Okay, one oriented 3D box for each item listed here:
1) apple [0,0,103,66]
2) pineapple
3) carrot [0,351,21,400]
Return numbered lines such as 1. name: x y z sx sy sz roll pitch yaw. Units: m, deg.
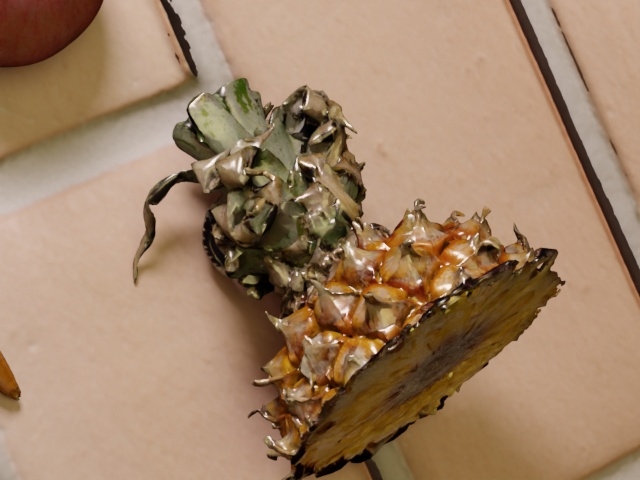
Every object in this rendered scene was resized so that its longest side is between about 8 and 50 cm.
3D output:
1. apple: -0.229 -0.206 1.335 0.153 0.120 0.153 3 80 -18
2. pineapple: 0.000 0.000 1.360 0.262 0.262 0.272 -31 69 -22
3. carrot: -0.285 0.033 1.320 0.048 0.048 0.216 -44 102 -21
